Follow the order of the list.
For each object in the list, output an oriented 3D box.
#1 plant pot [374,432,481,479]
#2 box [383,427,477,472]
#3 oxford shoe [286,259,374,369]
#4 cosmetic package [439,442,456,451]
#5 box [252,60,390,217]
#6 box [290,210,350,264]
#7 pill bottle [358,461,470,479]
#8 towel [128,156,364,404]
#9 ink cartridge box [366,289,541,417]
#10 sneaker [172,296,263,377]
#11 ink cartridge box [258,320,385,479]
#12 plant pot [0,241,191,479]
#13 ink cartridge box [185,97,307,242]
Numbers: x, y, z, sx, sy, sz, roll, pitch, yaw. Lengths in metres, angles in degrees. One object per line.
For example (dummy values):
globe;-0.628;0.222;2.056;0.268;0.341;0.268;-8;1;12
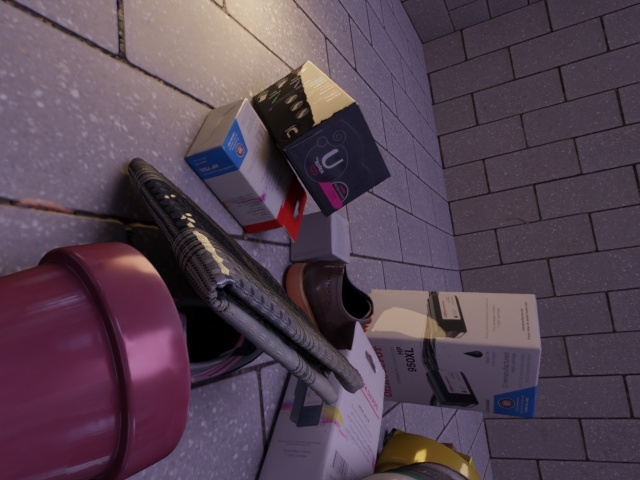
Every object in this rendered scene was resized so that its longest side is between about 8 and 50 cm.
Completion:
plant pot;0.213;0.617;1.005;0.239;0.254;0.254;-44;121;-44
box;0.280;0.564;1.149;0.058;0.232;0.087;-40;119;-38
oxford shoe;0.058;0.191;0.951;0.130;0.133;0.363;-75;145;-47
cosmetic package;0.300;0.722;1.229;0.129;0.153;0.296;67;26;-20
box;-0.006;-0.199;0.838;0.165;0.143;0.270;55;4;-38
box;0.000;0.000;0.945;0.087;0.101;0.102;33;51;-56
pill bottle;0.164;0.469;0.712;0.361;0.204;0.204;40;45;-56
towel;-0.101;0.057;0.581;0.312;0.056;0.324;41;-6;44
ink cartridge box;0.321;0.279;1.121;0.166;0.395;0.285;-68;150;-46
sneaker;-0.129;0.128;0.590;0.319;0.131;0.112;11;70;-63
ink cartridge box;0.020;0.347;0.827;0.207;0.119;0.353;63;31;-34
plant pot;-0.231;0.109;0.341;0.180;0.201;0.201;-9;89;-49
ink cartridge box;-0.114;-0.108;0.777;0.231;0.078;0.134;56;34;-40
